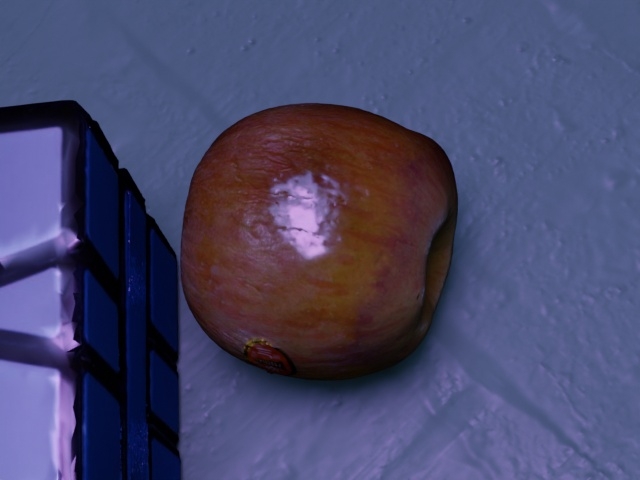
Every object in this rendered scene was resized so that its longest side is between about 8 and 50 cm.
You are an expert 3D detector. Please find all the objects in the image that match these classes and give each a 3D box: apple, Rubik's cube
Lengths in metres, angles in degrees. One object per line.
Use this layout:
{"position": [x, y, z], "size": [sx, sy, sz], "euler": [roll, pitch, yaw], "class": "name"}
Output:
{"position": [0.000, 0.000, 0.983], "size": [0.188, 0.211, 0.211], "euler": [10, 70, 16], "class": "apple"}
{"position": [-0.264, 0.093, 0.944], "size": [0.293, 0.283, 0.288], "euler": [-6, 68, 3], "class": "Rubik's cube"}
